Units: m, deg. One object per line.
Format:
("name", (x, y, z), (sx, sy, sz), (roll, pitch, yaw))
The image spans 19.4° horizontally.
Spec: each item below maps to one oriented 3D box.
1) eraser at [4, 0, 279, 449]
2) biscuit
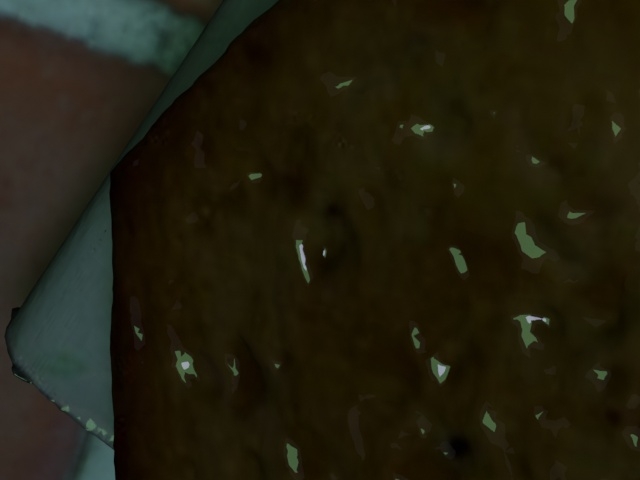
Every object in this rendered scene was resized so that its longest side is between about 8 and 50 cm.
("eraser", (0.000, 0.000, 0.732), (0.174, 0.081, 0.227), (37, 114, 0))
("biscuit", (0.073, 0.063, 0.626), (0.359, 0.046, 0.359), (9, 108, 29))
